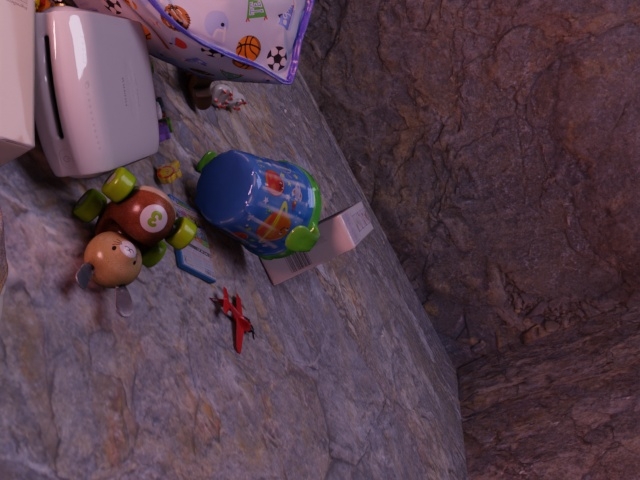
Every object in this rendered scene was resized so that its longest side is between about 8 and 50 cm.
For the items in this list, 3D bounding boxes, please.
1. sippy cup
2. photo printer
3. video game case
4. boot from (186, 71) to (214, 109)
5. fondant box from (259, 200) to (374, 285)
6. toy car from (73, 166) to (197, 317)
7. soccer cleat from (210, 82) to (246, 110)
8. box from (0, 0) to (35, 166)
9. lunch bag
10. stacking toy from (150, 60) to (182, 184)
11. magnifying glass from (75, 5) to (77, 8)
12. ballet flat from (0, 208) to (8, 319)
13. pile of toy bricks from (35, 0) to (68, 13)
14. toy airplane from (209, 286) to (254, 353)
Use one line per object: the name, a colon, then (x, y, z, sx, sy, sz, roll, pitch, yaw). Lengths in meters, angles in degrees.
sippy cup: (-0.151, -0.091, 1.503, 0.224, 0.305, 0.240, 23, 68, -58)
photo printer: (-0.359, -0.236, 1.081, 0.307, 0.107, 0.256, -71, 157, -76)
video game case: (-0.264, -0.003, 1.374, 0.119, 0.015, 0.166, 38, 31, -58)
boot: (-0.299, -0.446, 1.691, 0.072, 0.197, 0.152, 0, 50, -30)
fondant box: (0.000, 0.000, 1.818, 0.096, 0.238, 0.330, 63, 16, -4)
toy car: (-0.300, 0.016, 1.022, 0.155, 0.149, 0.188, 42, 37, -30)
soccer cleat: (-0.273, -0.413, 1.903, 0.076, 0.068, 0.196, 51, 13, 7)
box: (-0.438, -0.244, 0.868, 0.113, 0.094, 0.275, 14, 66, -50)
lunch bag: (-0.260, -0.461, 1.287, 0.385, 0.327, 0.239, 12, 92, -38)
stacking toy: (-0.337, -0.246, 1.371, 0.167, 0.052, 0.221, 83, -9, -48)
magnifying glass: (-0.475, -0.460, 1.373, 0.092, 0.026, 0.231, 48, 21, -46)
ballet flat: (-0.390, 0.087, 0.706, 0.106, 0.107, 0.316, 78, 7, -47)
pile of toy bricks: (-0.469, -0.340, 1.100, 0.212, 0.118, 0.105, -123, -145, -87)
toy airplane: (-0.176, 0.152, 1.398, 0.151, 0.028, 0.151, 56, 19, -31)
